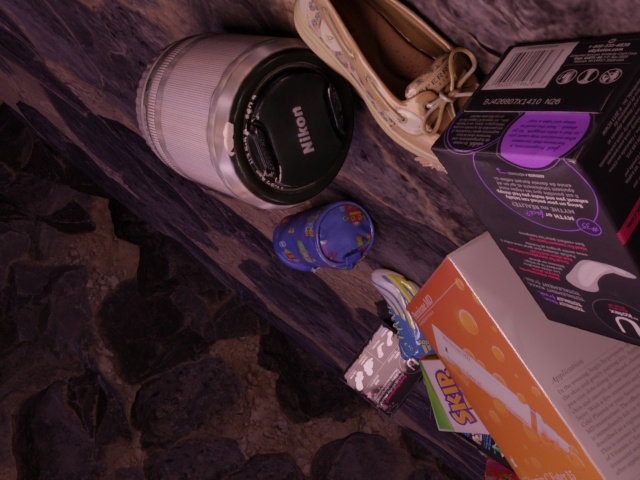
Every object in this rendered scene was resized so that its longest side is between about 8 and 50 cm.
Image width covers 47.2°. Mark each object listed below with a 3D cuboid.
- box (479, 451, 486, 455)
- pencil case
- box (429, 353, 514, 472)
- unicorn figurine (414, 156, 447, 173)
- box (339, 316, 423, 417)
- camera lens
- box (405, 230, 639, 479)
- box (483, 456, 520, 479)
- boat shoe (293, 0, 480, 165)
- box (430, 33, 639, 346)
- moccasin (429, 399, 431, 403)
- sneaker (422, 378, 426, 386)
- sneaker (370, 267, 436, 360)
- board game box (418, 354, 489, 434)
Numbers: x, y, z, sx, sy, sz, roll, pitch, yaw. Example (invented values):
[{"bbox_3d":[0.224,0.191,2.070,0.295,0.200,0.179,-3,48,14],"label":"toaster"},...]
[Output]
[{"bbox_3d":[0.370,0.314,1.369,0.121,0.147,0.311,62,168,14],"label":"box"},{"bbox_3d":[0.000,0.000,1.437,0.133,0.119,0.306,66,161,-5],"label":"pencil case"},{"bbox_3d":[0.308,0.214,1.132,0.293,0.073,0.296,26,122,45],"label":"box"},{"bbox_3d":[0.150,-0.123,0.881,0.111,0.060,0.162,33,180,21],"label":"unicorn figurine"},{"bbox_3d":[0.162,0.278,1.640,0.142,0.163,0.247,37,-176,13],"label":"box"},{"bbox_3d":[-0.106,-0.171,1.012,0.274,0.219,0.219,22,157,47],"label":"camera lens"},{"bbox_3d":[0.285,0.154,0.890,0.345,0.168,0.215,57,163,15],"label":"box"},{"bbox_3d":[0.498,0.548,1.615,0.256,0.123,0.128,1,159,25],"label":"box"},{"bbox_3d":[0.085,-0.180,0.760,0.285,0.105,0.089,39,168,4],"label":"boat shoe"},{"bbox_3d":[0.257,-0.038,0.682,0.165,0.143,0.270,16,153,54],"label":"box"},{"bbox_3d":[0.406,0.418,1.682,0.342,0.117,0.138,24,159,42],"label":"moccasin"},{"bbox_3d":[0.316,0.305,1.649,0.211,0.080,0.081,-8,122,46],"label":"sneaker"},{"bbox_3d":[0.178,0.164,1.479,0.240,0.126,0.091,37,165,7],"label":"sneaker"},{"bbox_3d":[0.250,0.236,1.132,0.259,0.039,0.124,-15,92,56],"label":"board game box"}]
